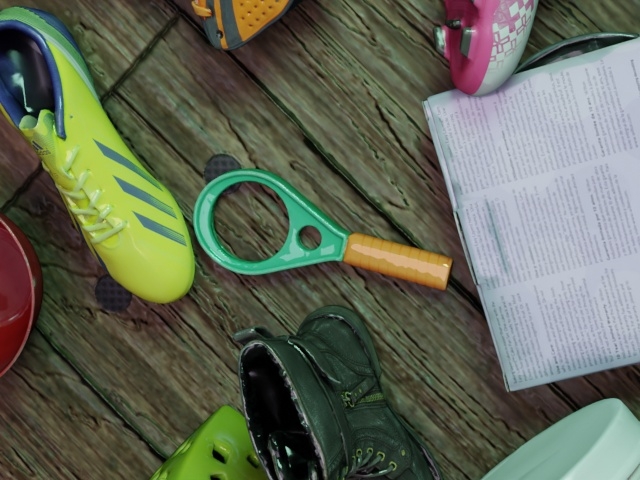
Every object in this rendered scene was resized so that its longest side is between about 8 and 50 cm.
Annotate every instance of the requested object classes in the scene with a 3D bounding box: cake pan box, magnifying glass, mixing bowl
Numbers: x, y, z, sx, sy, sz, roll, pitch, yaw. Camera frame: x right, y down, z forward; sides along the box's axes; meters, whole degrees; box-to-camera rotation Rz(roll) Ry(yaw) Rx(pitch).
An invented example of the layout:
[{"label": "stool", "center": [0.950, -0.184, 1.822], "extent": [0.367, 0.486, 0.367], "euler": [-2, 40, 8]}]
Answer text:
[{"label": "cake pan box", "center": [0.232, -0.033, 1.023], "extent": [0.245, 0.070, 0.267], "euler": [-17, 94, 13]}, {"label": "magnifying glass", "center": [0.000, 0.000, 1.104], "extent": [0.231, 0.026, 0.092], "euler": [15, 101, 10]}, {"label": "mixing bowl", "center": [-0.320, 0.039, 1.147], "extent": [0.181, 0.098, 0.181], "euler": [2, 99, 12]}]

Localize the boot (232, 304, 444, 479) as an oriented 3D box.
[{"label": "boot", "center": [0.012, 0.175, 1.020], "extent": [0.091, 0.229, 0.263], "euler": [-25, 91, 15]}]

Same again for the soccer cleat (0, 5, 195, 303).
[{"label": "soccer cleat", "center": [-0.208, -0.067, 1.093], "extent": [0.093, 0.121, 0.289], "euler": [-29, 91, 15]}]

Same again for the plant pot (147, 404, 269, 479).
[{"label": "plant pot", "center": [-0.098, 0.310, 1.078], "extent": [0.227, 0.207, 0.228], "euler": [43, 104, 5]}]

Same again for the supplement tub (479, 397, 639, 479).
[{"label": "supplement tub", "center": [0.254, 0.312, 0.977], "extent": [0.241, 0.241, 0.331], "euler": [-40, 88, 15]}]

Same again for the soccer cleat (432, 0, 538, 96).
[{"label": "soccer cleat", "center": [0.172, -0.271, 0.968], "extent": [0.143, 0.116, 0.331], "euler": [4, 94, -13]}]

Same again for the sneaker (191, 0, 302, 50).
[{"label": "sneaker", "center": [-0.125, -0.241, 1.048], "extent": [0.321, 0.124, 0.180], "euler": [3, 123, 33]}]
